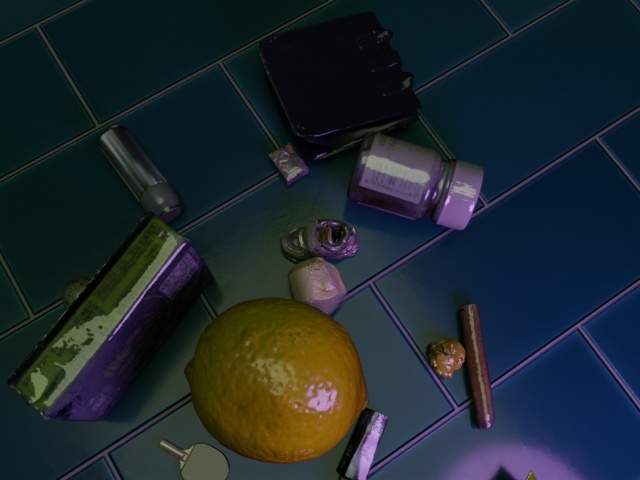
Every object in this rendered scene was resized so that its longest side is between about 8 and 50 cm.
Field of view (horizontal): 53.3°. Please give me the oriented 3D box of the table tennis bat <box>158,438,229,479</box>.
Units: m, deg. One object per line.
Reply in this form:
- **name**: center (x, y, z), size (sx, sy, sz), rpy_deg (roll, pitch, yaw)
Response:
- **table tennis bat**: center (-0.262, 0.454, 1.313), size (0.156, 0.013, 0.087), rpy_deg (28, 76, 6)

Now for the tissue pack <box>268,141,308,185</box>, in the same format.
- **tissue pack**: center (-0.074, -0.180, 1.493), size (0.063, 0.035, 0.083), rpy_deg (-33, 77, -12)

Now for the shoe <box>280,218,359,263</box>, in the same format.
- **shoe**: center (0.000, 0.000, 1.412), size (0.180, 0.092, 0.089), rpy_deg (-4, 74, -2)

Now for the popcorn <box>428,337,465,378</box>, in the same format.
- **popcorn**: center (0.261, 0.246, 1.370), size (0.084, 0.084, 0.084), rpy_deg (0, 74, -1)

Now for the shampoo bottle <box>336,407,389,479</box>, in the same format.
- **shampoo bottle**: center (0.079, 0.449, 1.301), size (0.063, 0.057, 0.208), rpy_deg (25, 76, -2)

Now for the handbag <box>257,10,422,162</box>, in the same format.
- **handbag**: center (0.049, -0.368, 1.505), size (0.329, 0.122, 0.303), rpy_deg (-20, 69, -9)

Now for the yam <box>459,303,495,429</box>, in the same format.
- **yam**: center (0.336, 0.268, 1.366), size (0.046, 0.046, 0.264), rpy_deg (-4, 74, -3)

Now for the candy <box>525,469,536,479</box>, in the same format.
- **candy**: center (0.345, 0.570, 1.245), size (0.246, 0.149, 0.069), rpy_deg (-37, 42, -13)

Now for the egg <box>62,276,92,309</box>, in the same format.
- **egg**: center (-0.502, 0.130, 1.366), size (0.085, 0.085, 0.110), rpy_deg (-33, 93, -10)

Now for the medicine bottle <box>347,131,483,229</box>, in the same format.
- **medicine bottle**: center (0.208, -0.130, 1.420), size (0.273, 0.165, 0.165), rpy_deg (17, 74, 2)

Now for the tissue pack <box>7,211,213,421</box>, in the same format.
- **tissue pack**: center (-0.386, 0.164, 1.254), size (0.124, 0.288, 0.394), rpy_deg (33, 76, 11)

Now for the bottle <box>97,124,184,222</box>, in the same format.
- **bottle**: center (-0.407, -0.153, 1.458), size (0.096, 0.079, 0.254), rpy_deg (-23, 70, -48)

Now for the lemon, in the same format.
- **lemon**: center (-0.084, 0.264, 1.222), size (0.336, 0.336, 0.336), rpy_deg (0, 74, -1)

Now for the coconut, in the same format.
- **coconut**: center (-0.007, 0.105, 1.372), size (0.116, 0.116, 0.122), rpy_deg (-19, 74, -7)
